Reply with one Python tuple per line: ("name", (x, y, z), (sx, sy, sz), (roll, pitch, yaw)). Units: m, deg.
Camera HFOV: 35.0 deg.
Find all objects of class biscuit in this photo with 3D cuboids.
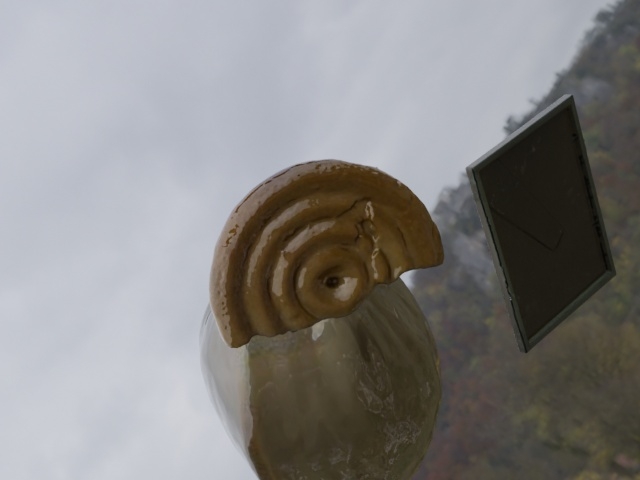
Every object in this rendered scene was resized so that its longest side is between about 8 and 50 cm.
("biscuit", (0.000, 0.000, 0.915), (0.224, 0.144, 0.033), (-19, 10, -13))

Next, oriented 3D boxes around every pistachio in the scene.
("pistachio", (0.010, 0.174, 1.316), (0.445, 0.281, 0.365), (45, -130, -56))

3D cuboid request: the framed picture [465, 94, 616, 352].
("framed picture", (0.262, -0.018, 1.178), (0.184, 0.016, 0.250), (-36, -62, -28))
